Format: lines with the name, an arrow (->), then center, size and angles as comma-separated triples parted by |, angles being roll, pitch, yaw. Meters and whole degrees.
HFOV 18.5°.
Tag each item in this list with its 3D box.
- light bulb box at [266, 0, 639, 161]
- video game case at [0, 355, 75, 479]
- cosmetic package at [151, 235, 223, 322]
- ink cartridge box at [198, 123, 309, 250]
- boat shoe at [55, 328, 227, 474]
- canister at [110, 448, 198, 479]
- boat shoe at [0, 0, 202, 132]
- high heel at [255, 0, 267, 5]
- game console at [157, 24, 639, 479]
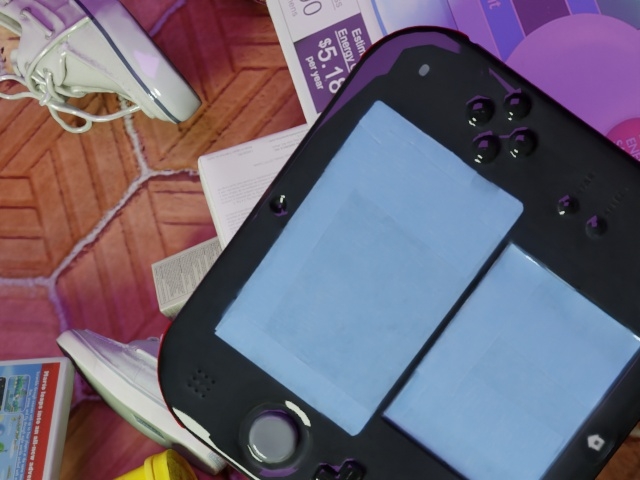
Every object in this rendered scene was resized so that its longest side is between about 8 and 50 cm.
light bulb box -> 0.188, -0.126, 1.695 | 0.361, 0.225, 0.358 | -23, 73, 13
video game case -> -0.379, 0.210, 1.846 | 0.285, 0.025, 0.204 | -5, 56, 14
cosmetic package -> -0.102, 0.033, 1.911 | 0.115, 0.041, 0.060 | -21, 55, 13
ink cartridge box -> 0.000, 0.000, 1.858 | 0.181, 0.056, 0.224 | -17, 73, -5
boat shoe -> -0.153, 0.136, 1.862 | 0.227, 0.079, 0.081 | 32, 69, 31
canister -> -0.189, 0.280, 1.791 | 0.170, 0.073, 0.126 | -26, 54, 12
boat shoe -> -0.270, -0.193, 2.066 | 0.156, 0.136, 0.367 | -44, 50, -4
high heel -> -0.005, -0.223, 1.959 | 0.377, 0.127, 0.181 | 12, 66, 31
game console -> 0.093, 0.063, 1.545 | 0.342, 0.060, 0.386 | 38, 99, 11
